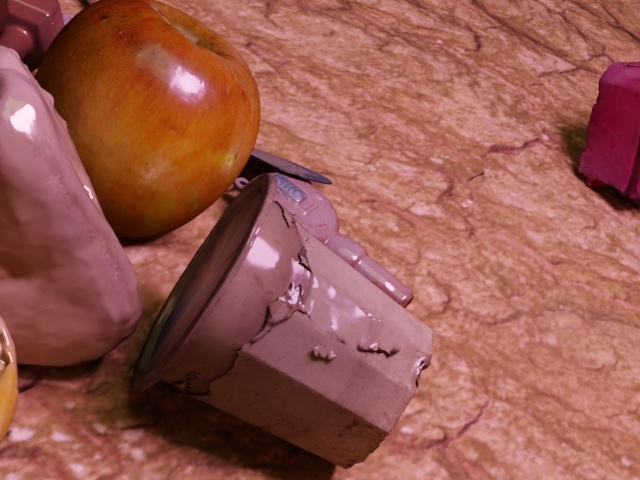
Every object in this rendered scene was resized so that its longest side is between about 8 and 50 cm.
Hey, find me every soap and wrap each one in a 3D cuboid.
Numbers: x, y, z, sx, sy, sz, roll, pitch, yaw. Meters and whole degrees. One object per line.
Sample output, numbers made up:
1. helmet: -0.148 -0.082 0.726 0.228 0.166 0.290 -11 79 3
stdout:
1. soap: 0.456 -0.152 1.768 0.250 0.162 0.099 -10 22 -42

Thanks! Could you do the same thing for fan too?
1. fan: -0.068 -0.093 1.447 0.175 0.005 0.113 23 8 15

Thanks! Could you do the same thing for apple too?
1. apple: -0.177 -0.116 1.288 0.237 0.207 0.237 33 17 -11

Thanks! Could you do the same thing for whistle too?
1. whistle: 0.000 0.000 1.364 0.220 0.057 0.107 39 34 11

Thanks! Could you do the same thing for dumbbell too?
1. dumbbell: -0.318 -0.170 1.337 0.082 0.092 0.231 -2 36 8

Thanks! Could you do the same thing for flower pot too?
1. flower pot: -0.021 0.081 1.134 0.202 0.212 0.212 32 34 -8

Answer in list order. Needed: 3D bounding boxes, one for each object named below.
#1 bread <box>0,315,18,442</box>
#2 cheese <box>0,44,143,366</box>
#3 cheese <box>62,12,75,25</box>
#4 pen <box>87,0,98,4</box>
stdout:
1. bread: -0.310 0.110 0.910 0.197 0.170 0.197 33 29 -21
2. cheese: -0.269 0.009 1.101 0.248 0.251 0.174 50 5 -36
3. cheese: -0.245 -0.234 1.507 0.192 0.037 0.097 10 38 -25
4. pen: -0.307 -0.349 1.616 0.033 0.033 0.269 -7 48 -40
